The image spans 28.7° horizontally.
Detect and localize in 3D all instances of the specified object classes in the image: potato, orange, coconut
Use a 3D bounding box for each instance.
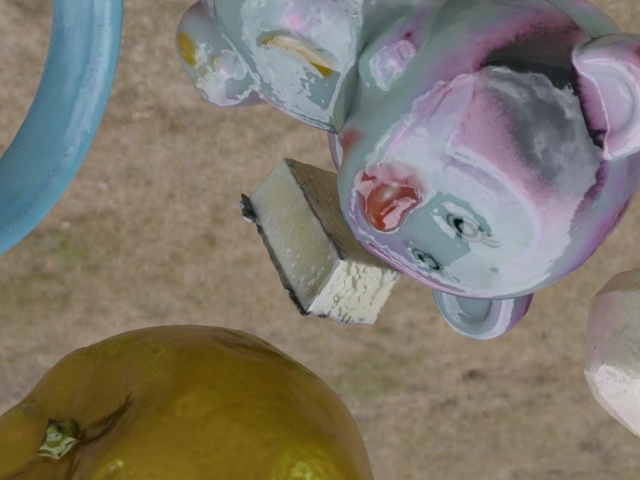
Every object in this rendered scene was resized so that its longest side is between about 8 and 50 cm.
[{"bbox_3d":[-0.001,-0.002,0.914,0.086,0.122,0.061,15,125,-45],"label":"potato"},{"bbox_3d":[-0.098,0.181,0.772,0.279,0.279,0.235,-27,120,34],"label":"orange"},{"bbox_3d":[0.236,0.081,0.855,0.110,0.124,0.110,2,169,0],"label":"coconut"}]

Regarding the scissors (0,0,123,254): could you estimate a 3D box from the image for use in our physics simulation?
[{"bbox_3d":[-0.170,0.059,0.236,0.029,0.447,0.193,17,153,22],"label":"scissors"}]

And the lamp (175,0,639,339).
[{"bbox_3d":[0.079,-0.105,0.799,0.247,0.301,0.247,-27,155,-43],"label":"lamp"}]
